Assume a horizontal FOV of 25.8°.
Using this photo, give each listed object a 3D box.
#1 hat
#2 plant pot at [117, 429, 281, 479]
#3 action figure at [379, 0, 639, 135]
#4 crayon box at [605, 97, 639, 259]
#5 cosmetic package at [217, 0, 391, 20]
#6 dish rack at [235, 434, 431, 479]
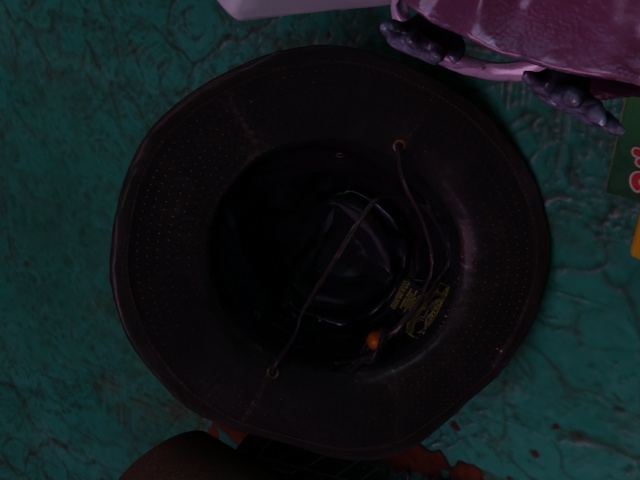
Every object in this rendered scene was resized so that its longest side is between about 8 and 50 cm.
[{"bbox_3d":[0.000,0.000,1.074,0.134,0.331,0.331,-135,30,-71],"label":"hat"},{"bbox_3d":[-0.072,0.279,1.175,0.230,0.215,0.215,50,133,25],"label":"plant pot"},{"bbox_3d":[0.199,-0.250,0.819,0.248,0.276,0.370,24,95,4],"label":"action figure"},{"bbox_3d":[0.325,-0.048,0.870,0.318,0.081,0.202,23,124,28],"label":"crayon box"},{"bbox_3d":[0.013,-0.387,0.856,0.230,0.161,0.453,49,133,29],"label":"cosmetic package"},{"bbox_3d":[0.042,0.280,1.256,0.271,0.074,0.208,10,118,32],"label":"dish rack"}]
